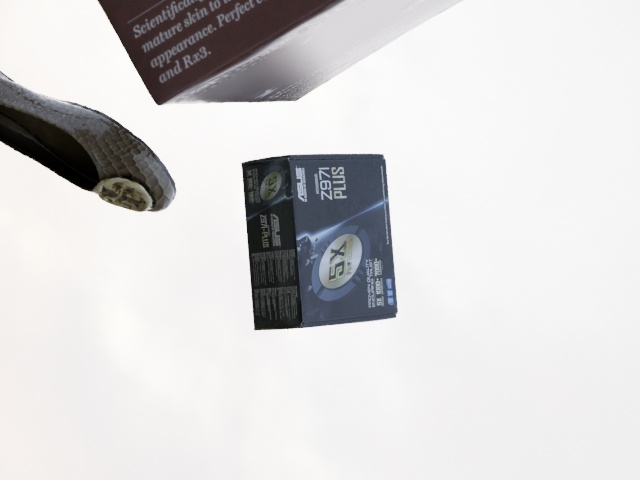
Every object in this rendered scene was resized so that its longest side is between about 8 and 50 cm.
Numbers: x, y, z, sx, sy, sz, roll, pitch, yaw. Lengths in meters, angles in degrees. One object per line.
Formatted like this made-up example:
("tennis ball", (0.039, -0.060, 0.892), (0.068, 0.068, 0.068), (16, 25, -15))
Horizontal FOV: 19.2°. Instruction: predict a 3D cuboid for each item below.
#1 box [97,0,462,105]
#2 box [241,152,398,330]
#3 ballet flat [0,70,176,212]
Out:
("box", (-0.014, -0.196, 1.317), (0.143, 0.191, 0.381), (61, 14, 3))
("box", (0.000, 0.000, 1.994), (0.077, 0.147, 0.180), (-5, -92, 45))
("ballet flat", (-0.224, -0.086, 1.428), (0.250, 0.058, 0.084), (33, -36, -5))
